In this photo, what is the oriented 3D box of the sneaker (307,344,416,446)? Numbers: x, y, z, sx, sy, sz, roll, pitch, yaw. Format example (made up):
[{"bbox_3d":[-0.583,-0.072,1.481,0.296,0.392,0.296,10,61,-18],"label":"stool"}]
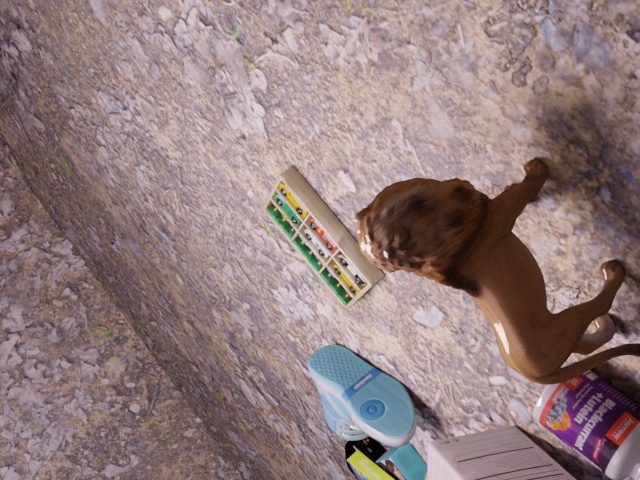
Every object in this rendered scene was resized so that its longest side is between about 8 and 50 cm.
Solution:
[{"bbox_3d":[0.105,0.373,1.965,0.319,0.127,0.208,40,152,48],"label":"sneaker"}]

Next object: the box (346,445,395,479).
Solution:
[{"bbox_3d":[0.129,0.552,2.112,0.178,0.042,0.109,27,150,57],"label":"box"}]

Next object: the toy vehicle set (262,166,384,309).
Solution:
[{"bbox_3d":[0.000,0.000,1.759,0.267,0.035,0.166,50,156,7],"label":"toy vehicle set"}]

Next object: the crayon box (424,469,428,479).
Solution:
[{"bbox_3d":[0.346,0.569,1.841,0.323,0.083,0.203,42,153,24],"label":"crayon box"}]

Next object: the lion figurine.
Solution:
[{"bbox_3d":[0.237,0.059,1.174,0.392,0.240,0.142,50,155,5],"label":"lion figurine"}]

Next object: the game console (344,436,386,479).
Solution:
[{"bbox_3d":[0.190,0.618,2.232,0.361,0.044,0.213,47,156,15],"label":"game console"}]

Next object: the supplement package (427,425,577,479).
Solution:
[{"bbox_3d":[0.311,0.453,1.495,0.293,0.175,0.177,-140,46,-66],"label":"supplement package"}]

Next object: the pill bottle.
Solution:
[{"bbox_3d":[0.408,0.268,1.306,0.193,0.108,0.108,37,151,31],"label":"pill bottle"}]

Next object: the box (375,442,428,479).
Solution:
[{"bbox_3d":[0.234,0.567,2.062,0.244,0.060,0.100,51,155,4],"label":"box"}]
